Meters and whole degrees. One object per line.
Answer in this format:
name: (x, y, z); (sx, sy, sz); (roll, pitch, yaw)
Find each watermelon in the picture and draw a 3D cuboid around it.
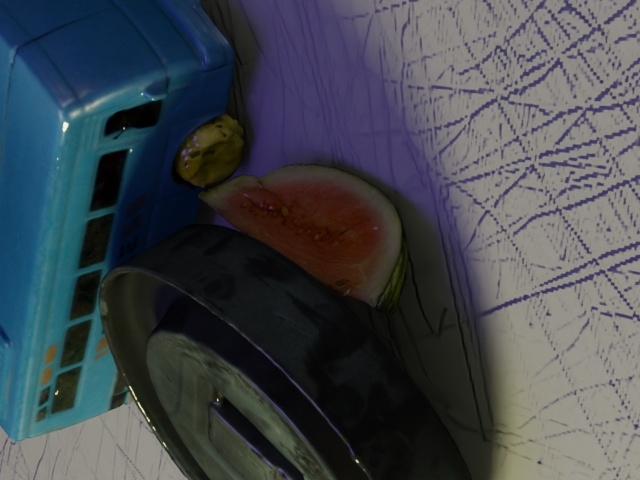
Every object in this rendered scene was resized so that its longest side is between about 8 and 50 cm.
watermelon: (0.009, -0.010, 0.808); (0.163, 0.087, 0.069); (31, 96, 34)

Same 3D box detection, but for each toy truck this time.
toy truck: (-0.178, -0.021, 0.948); (0.161, 0.162, 0.385); (47, 138, 26)

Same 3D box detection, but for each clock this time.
clock: (-0.025, 0.132, 0.848); (0.319, 0.066, 0.319); (37, 150, 26)
